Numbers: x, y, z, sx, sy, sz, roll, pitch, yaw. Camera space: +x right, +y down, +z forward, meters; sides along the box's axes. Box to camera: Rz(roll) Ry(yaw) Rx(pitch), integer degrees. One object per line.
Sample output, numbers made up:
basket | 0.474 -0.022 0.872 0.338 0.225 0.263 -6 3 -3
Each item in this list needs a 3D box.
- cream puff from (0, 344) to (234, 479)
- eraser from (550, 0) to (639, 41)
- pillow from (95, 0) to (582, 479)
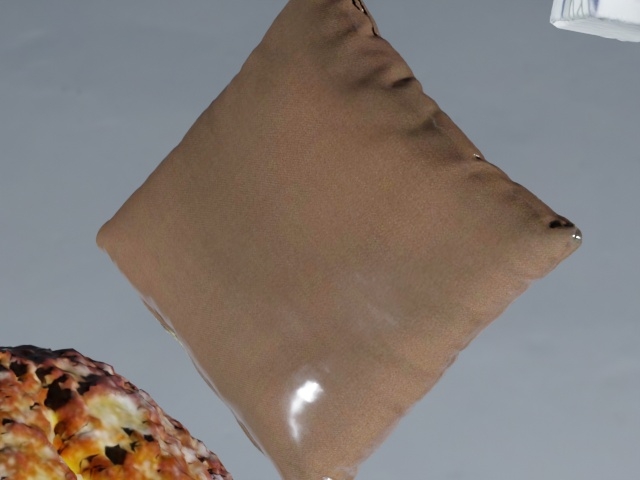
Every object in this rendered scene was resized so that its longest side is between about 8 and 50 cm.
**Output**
cream puff | -0.117 0.155 0.818 0.164 0.240 0.240 -37 29 34
eraser | 0.189 -0.221 1.091 0.068 0.210 0.124 10 4 -4
pillow | 0.000 0.000 1.405 0.308 0.305 0.108 51 23 24
